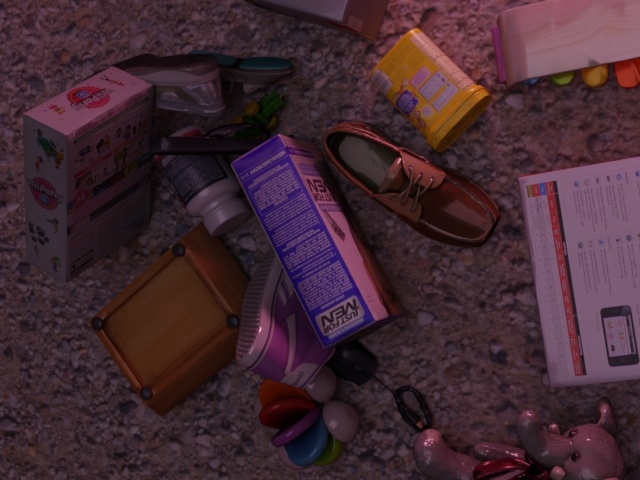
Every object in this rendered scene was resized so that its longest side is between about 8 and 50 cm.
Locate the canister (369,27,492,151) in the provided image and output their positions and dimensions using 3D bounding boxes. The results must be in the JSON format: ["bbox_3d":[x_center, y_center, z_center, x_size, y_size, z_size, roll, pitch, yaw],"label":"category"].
[{"bbox_3d":[0.177,-0.248,1.745,0.126,0.073,0.170,-46,74,15],"label":"canister"}]

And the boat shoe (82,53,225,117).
[{"bbox_3d":[-0.296,-0.266,1.878,0.320,0.118,0.103,4,117,37],"label":"boat shoe"}]

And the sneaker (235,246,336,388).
[{"bbox_3d":[-0.047,0.130,1.789,0.161,0.282,0.102,27,134,-18],"label":"sneaker"}]

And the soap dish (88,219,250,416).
[{"bbox_3d":[-0.254,0.141,1.886,0.291,0.118,0.229,-40,77,15],"label":"soap dish"}]

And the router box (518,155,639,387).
[{"bbox_3d":[0.479,0.043,1.629,0.301,0.082,0.335,-8,88,20],"label":"router box"}]

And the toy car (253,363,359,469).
[{"bbox_3d":[-0.038,0.301,1.790,0.159,0.136,0.182,-35,79,25],"label":"toy car"}]

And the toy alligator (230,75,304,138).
[{"bbox_3d":[-0.101,-0.228,1.863,0.189,0.056,0.051,-44,36,16],"label":"toy alligator"}]

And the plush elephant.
[{"bbox_3d":[0.337,0.361,1.598,0.330,0.272,0.255,25,115,-10],"label":"plush elephant"}]

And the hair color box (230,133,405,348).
[{"bbox_3d":[0.000,0.000,1.754,0.110,0.185,0.339,-29,81,17],"label":"hair color box"}]

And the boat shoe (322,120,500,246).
[{"bbox_3d":[0.134,-0.089,1.737,0.324,0.120,0.122,30,101,18],"label":"boat shoe"}]

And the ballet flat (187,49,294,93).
[{"bbox_3d":[-0.142,-0.291,1.876,0.213,0.072,0.068,10,121,21],"label":"ballet flat"}]

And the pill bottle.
[{"bbox_3d":[-0.203,-0.102,1.870,0.108,0.108,0.180,-36,78,17],"label":"pill bottle"}]

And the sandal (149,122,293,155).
[{"bbox_3d":[-0.159,-0.174,1.795,0.254,0.097,0.054,-2,89,-24],"label":"sandal"}]

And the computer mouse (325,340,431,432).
[{"bbox_3d":[0.090,0.239,1.800,0.242,0.041,0.071,37,102,16],"label":"computer mouse"}]

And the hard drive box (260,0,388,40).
[{"bbox_3d":[-0.025,-0.414,1.761,0.232,0.181,0.089,20,98,20],"label":"hard drive box"}]

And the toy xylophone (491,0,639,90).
[{"bbox_3d":[0.419,-0.348,1.647,0.322,0.081,0.236,0,91,21],"label":"toy xylophone"}]

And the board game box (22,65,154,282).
[{"bbox_3d":[-0.392,-0.112,1.816,0.097,0.224,0.303,26,129,19],"label":"board game box"}]
